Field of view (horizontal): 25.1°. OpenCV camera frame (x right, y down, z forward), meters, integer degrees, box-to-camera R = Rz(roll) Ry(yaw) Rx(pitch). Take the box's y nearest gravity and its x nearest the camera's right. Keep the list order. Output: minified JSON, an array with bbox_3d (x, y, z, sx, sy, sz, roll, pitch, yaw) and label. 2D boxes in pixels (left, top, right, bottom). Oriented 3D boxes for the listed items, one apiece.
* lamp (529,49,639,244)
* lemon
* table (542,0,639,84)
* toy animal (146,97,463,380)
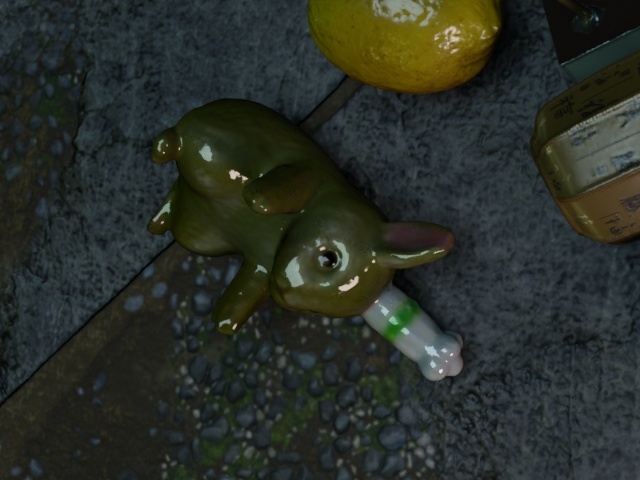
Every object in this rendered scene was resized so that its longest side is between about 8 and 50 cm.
[{"bbox_3d":[0.295,-0.088,1.296,0.185,0.161,0.161,-29,76,20],"label":"lamp"},{"bbox_3d":[0.083,-0.222,1.394,0.207,0.170,0.170,19,96,21],"label":"lemon"},{"bbox_3d":[0.305,-0.261,1.297,0.240,0.111,0.122,-26,50,22],"label":"table"},{"bbox_3d":[-0.018,0.003,1.422,0.363,0.180,0.181,42,142,26],"label":"toy animal"}]
